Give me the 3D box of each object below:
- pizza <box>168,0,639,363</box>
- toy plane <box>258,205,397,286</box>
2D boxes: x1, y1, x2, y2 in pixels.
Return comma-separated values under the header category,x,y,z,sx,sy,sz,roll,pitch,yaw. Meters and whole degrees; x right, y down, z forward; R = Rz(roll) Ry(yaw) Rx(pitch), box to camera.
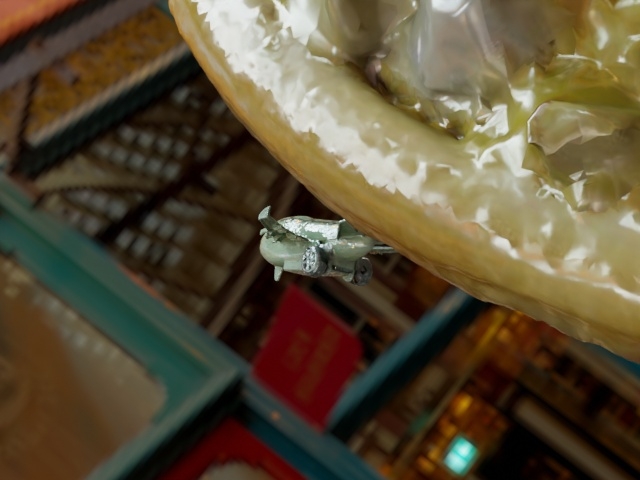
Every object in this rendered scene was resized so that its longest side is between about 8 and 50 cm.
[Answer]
category,x,y,z,sx,sy,sz,roll,pitch,yaw
pizza,0.112,-0.071,0.448,0.223,0.323,0.089,-49,-41,-21
toy plane,0.000,0.003,0.759,0.080,0.083,0.033,11,-104,-37
